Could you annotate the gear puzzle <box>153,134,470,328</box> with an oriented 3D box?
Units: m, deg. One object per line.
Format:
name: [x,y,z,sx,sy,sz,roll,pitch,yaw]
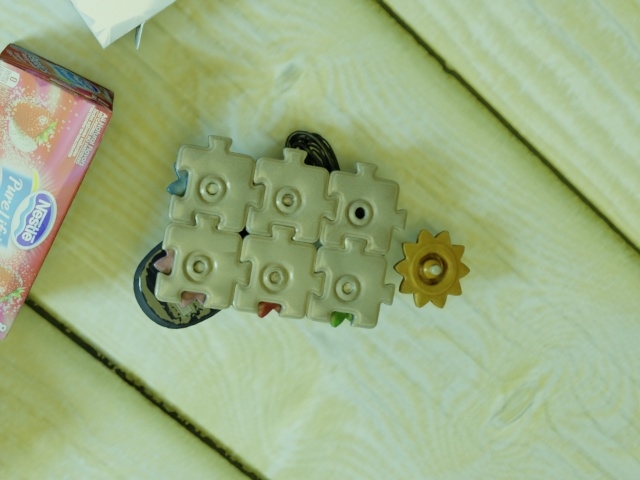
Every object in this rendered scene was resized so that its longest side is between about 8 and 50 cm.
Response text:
gear puzzle: [0.000,0.000,1.259,0.339,0.044,0.175,9,90,-18]

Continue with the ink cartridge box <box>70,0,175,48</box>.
ink cartridge box: [-0.204,-0.258,1.171,0.090,0.092,0.143,-34,109,1]

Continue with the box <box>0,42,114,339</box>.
box: [-0.309,-0.050,1.196,0.123,0.128,0.257,25,100,-14]

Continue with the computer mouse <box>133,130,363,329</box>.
computer mouse: [-0.060,0.024,1.294,0.262,0.060,0.184,-40,104,-8]
